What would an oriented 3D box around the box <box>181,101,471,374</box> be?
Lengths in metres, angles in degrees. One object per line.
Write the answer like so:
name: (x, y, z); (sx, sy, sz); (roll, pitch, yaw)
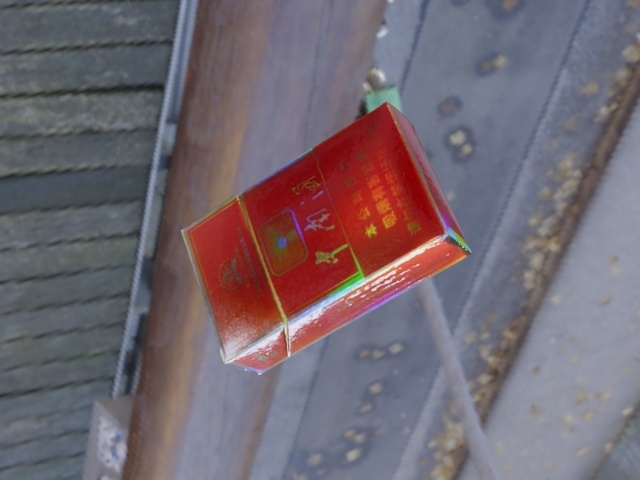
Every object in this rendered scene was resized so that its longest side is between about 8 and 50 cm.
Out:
box: (-0.001, 0.000, 0.816); (0.175, 0.112, 0.048); (-32, 150, 17)
